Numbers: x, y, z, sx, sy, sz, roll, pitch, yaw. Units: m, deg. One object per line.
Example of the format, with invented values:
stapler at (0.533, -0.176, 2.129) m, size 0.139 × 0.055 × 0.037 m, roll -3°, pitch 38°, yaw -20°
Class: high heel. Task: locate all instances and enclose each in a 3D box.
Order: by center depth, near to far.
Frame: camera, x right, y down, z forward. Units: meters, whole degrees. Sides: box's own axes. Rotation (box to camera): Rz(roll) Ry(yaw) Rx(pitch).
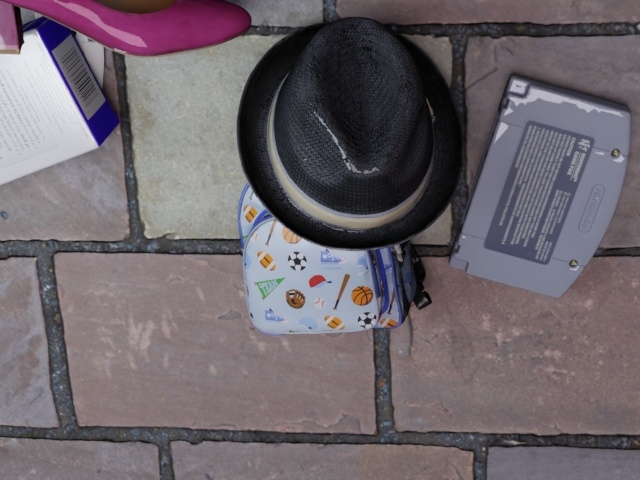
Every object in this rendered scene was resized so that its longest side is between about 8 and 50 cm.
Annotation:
high heel at (-0.272, -0.330, 1.561) m, size 0.377 × 0.127 × 0.181 m, roll -4°, pitch 115°, yaw -15°

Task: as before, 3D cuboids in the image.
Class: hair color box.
hair color box at (-0.478, -0.173, 1.742) m, size 0.339 × 0.110 × 0.185 m, roll -19°, pitch 111°, yaw 16°

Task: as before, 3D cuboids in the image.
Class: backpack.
backpack at (0.000, 0.000, 1.730) m, size 0.276 × 0.213 × 0.263 m, roll -5°, pitch 103°, yaw 12°

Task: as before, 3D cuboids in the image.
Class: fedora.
fedora at (0.043, -0.161, 1.580) m, size 0.334 × 0.334 × 0.152 m, roll 11°, pitch 158°, yaw 1°

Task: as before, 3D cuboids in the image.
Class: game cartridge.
game cartridge at (0.315, -0.070, 1.738) m, size 0.198 × 0.062 × 0.297 m, roll 14°, pitch 115°, yaw -5°

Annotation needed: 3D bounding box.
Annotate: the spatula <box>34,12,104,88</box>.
spatula at (-0.386, -0.321, 1.724) m, size 0.168 × 0.019 × 0.242 m, roll 7°, pitch 115°, yaw 10°
